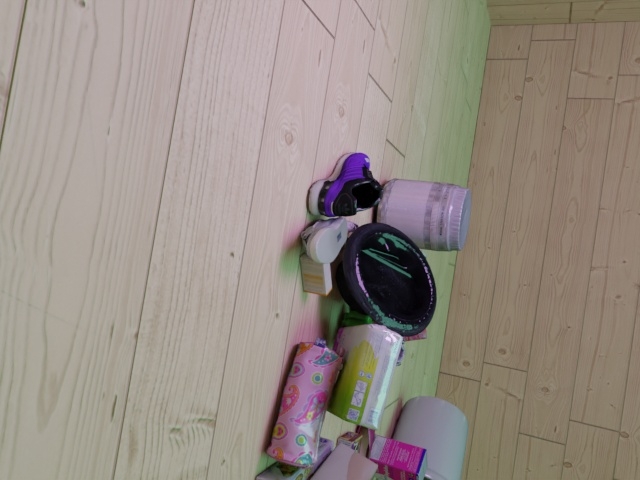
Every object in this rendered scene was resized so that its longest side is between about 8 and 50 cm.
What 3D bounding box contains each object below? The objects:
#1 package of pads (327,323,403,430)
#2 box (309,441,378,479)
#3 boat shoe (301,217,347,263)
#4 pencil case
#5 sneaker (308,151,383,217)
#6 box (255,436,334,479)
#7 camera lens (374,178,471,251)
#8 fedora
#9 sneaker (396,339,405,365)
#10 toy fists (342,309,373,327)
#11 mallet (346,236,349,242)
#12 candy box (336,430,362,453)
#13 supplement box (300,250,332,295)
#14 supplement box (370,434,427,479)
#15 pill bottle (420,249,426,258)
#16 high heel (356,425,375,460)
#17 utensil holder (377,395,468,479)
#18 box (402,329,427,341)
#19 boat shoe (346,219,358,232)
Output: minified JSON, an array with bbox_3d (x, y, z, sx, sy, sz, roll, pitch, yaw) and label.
[{"bbox_3d":[0.092,0.323,1.292,0.296,0.101,0.229,140,-31,-74],"label":"package of pads"},{"bbox_3d":[0.010,0.655,1.270,0.311,0.121,0.147,-30,139,-56],"label":"box"},{"bbox_3d":[0.000,-0.001,1.212,0.227,0.081,0.079,-43,128,-66],"label":"boat shoe"},{"bbox_3d":[-0.031,0.375,1.222,0.124,0.124,0.283,52,51,-59],"label":"pencil case"},{"bbox_3d":[0.094,-0.132,1.304,0.293,0.146,0.102,-50,141,-50],"label":"sneaker"},{"bbox_3d":[-0.057,0.563,1.292,0.324,0.063,0.067,9,91,-67],"label":"box"},{"bbox_3d":[0.327,-0.082,1.688,0.219,0.275,0.219,8,90,-67],"label":"camera lens"},{"bbox_3d":[0.161,0.118,1.445,0.334,0.153,0.333,15,63,-33],"label":"fedora"},{"bbox_3d":[0.205,0.353,1.706,0.269,0.153,0.101,19,81,-66],"label":"sneaker"},{"bbox_3d":[0.127,0.223,1.567,0.142,0.096,0.279,79,27,-52],"label":"toy fists"},{"bbox_3d":[0.101,0.021,1.520,0.190,0.063,0.039,29,69,-49],"label":"mallet"},{"bbox_3d":[0.081,0.715,1.670,0.109,0.053,0.186,21,79,-66],"label":"candy box"},{"bbox_3d":[-0.010,0.078,1.242,0.036,0.062,0.098,-48,140,-51],"label":"supplement box"},{"bbox_3d":[0.267,0.805,1.914,0.114,0.220,0.111,-53,143,-46],"label":"supplement box"},{"bbox_3d":[0.316,0.137,1.934,0.117,0.118,0.208,39,62,-63],"label":"pill bottle"},{"bbox_3d":[0.134,0.721,1.759,0.244,0.082,0.117,-60,144,-37],"label":"high heel"},{"bbox_3d":[0.454,0.916,2.256,0.385,0.328,0.327,-58,147,-47],"label":"utensil holder"},{"bbox_3d":[0.283,0.208,1.794,0.122,0.128,0.256,-87,167,-67],"label":"box"},{"bbox_3d":[0.079,-0.038,1.439,0.100,0.035,0.035,4,94,-67],"label":"boat shoe"}]
